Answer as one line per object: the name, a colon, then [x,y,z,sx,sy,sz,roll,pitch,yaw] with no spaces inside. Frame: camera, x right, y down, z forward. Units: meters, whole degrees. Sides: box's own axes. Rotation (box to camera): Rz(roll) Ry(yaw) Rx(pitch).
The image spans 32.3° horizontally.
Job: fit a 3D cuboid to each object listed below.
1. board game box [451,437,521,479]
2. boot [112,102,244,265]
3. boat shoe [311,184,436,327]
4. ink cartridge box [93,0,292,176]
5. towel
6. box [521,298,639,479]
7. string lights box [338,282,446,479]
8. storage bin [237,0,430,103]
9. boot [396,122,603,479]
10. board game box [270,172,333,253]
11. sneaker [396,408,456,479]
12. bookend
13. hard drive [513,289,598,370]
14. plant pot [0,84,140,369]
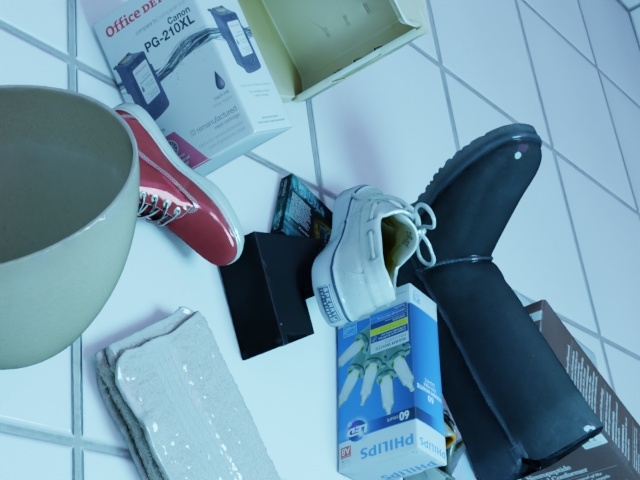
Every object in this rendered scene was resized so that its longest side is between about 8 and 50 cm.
board game box: [0.268,0.486,1.622,0.318,0.066,0.319,49,32,-1]
boot: [-0.208,-0.035,1.335,0.244,0.088,0.176,48,34,-11]
boat shoe: [0.097,-0.002,1.593,0.367,0.156,0.136,-60,132,-67]
ink cartridge box: [-0.168,-0.215,1.435,0.100,0.172,0.237,-18,84,-59]
towel: [-0.142,0.224,1.279,0.187,0.049,0.282,-29,93,-58]
box: [0.396,0.297,1.890,0.381,0.191,0.143,50,34,-21]
string lights box: [0.098,0.204,1.568,0.077,0.133,0.259,38,40,-40]
storage bin: [-0.004,-0.380,1.714,0.260,0.262,0.123,63,29,-2]
boot: [0.285,0.103,1.649,0.146,0.367,0.445,-2,58,-36]
board game box: [0.000,0.000,1.671,0.186,0.026,0.126,44,36,-30]
sneaker: [0.152,0.262,1.635,0.100,0.108,0.271,33,41,-39]
bookend: [-0.051,0.076,1.498,0.157,0.072,0.156,5,65,-56]
hard drive: [0.461,0.250,2.167,0.307,0.040,0.203,35,42,-38]
plant pot: [-0.299,0.009,1.032,0.284,0.284,0.191,-72,164,-49]
